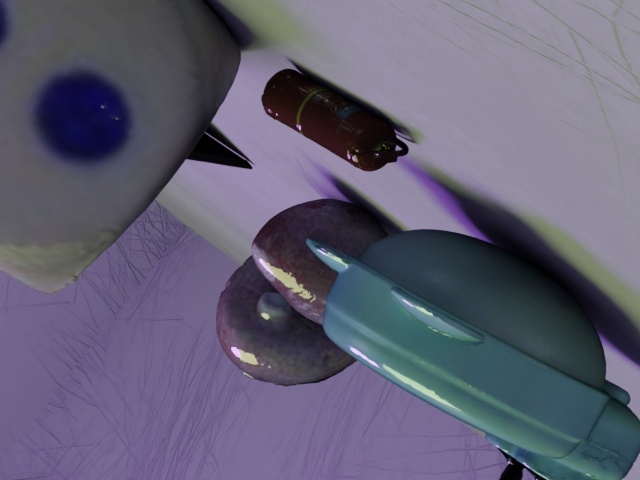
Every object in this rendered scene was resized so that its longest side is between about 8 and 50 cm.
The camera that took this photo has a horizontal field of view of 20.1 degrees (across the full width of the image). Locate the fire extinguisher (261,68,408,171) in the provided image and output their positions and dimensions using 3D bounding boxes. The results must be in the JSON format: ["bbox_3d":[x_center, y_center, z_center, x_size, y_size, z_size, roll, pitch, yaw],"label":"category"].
[{"bbox_3d":[0.013,-0.075,1.202,0.056,0.039,0.132,-2,-156,-40],"label":"fire extinguisher"}]

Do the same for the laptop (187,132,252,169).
[{"bbox_3d":[-0.179,-0.120,2.004,0.135,0.016,0.197,34,-163,37],"label":"laptop"}]

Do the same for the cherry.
[{"bbox_3d":[-0.007,0.001,1.693,0.188,0.148,0.115,-118,31,-44],"label":"cherry"}]

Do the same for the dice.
[{"bbox_3d":[-0.222,-0.124,1.306,0.251,0.243,0.259,39,173,-14],"label":"dice"}]

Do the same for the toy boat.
[{"bbox_3d":[-0.006,0.051,1.773,0.155,0.227,0.085,38,138,20],"label":"toy boat"}]

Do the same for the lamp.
[{"bbox_3d":[0.122,0.088,1.289,0.284,0.147,0.209,50,172,-31],"label":"lamp"}]
